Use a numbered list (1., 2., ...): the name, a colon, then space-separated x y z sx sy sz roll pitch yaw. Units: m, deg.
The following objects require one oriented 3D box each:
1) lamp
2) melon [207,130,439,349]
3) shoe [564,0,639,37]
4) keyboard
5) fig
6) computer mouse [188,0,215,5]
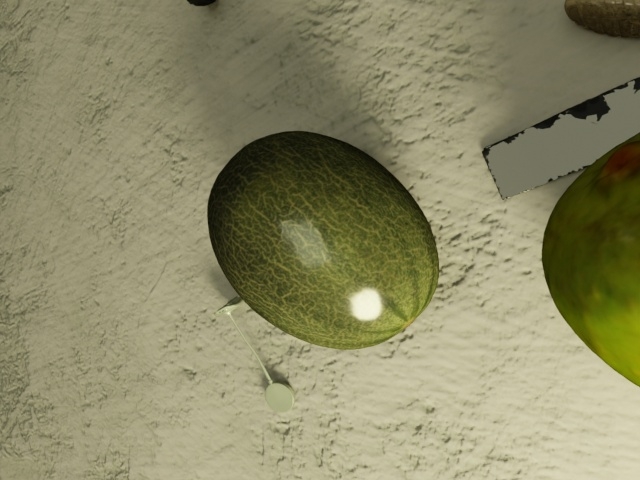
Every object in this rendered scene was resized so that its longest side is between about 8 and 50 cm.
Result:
1. lamp: -0.097 0.179 0.779 0.050 0.056 0.198 -34 85 23
2. melon: 0.000 0.000 0.605 0.301 0.237 0.237 40 107 23
3. shoe: 0.355 -0.264 0.500 0.180 0.089 0.092 19 99 25
4. keyboard: 0.297 -0.117 0.572 0.196 0.015 0.074 -24 82 27
5. fig: 0.366 0.041 0.409 0.326 0.258 0.258 40 109 4
6. computer mouse: -0.226 -0.522 0.795 0.086 0.137 0.270 3 90 22
